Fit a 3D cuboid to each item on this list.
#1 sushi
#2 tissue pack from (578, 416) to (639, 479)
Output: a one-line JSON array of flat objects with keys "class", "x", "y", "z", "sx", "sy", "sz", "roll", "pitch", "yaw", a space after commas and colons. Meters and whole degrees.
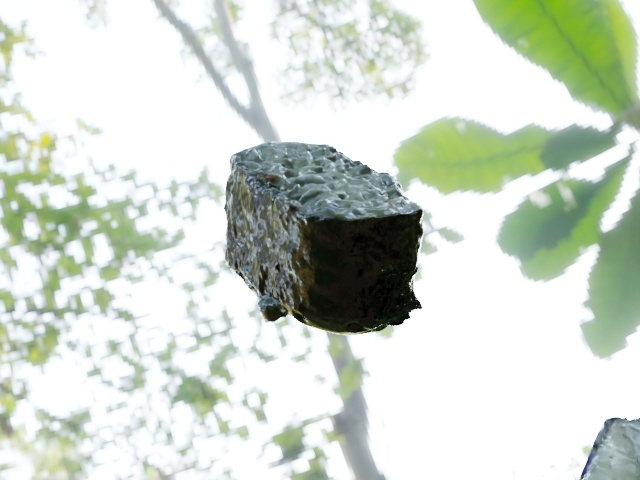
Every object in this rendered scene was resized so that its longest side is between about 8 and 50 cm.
[{"class": "sushi", "x": 0.000, "y": 0.000, "z": 1.285, "sx": 0.124, "sy": 0.225, "sz": 0.127, "roll": -5, "pitch": -70, "yaw": -25}, {"class": "tissue pack", "x": 0.267, "y": 0.272, "z": 1.181, "sx": 0.209, "sy": 0.137, "sz": 0.269, "roll": 15, "pitch": -45, "yaw": 9}]
